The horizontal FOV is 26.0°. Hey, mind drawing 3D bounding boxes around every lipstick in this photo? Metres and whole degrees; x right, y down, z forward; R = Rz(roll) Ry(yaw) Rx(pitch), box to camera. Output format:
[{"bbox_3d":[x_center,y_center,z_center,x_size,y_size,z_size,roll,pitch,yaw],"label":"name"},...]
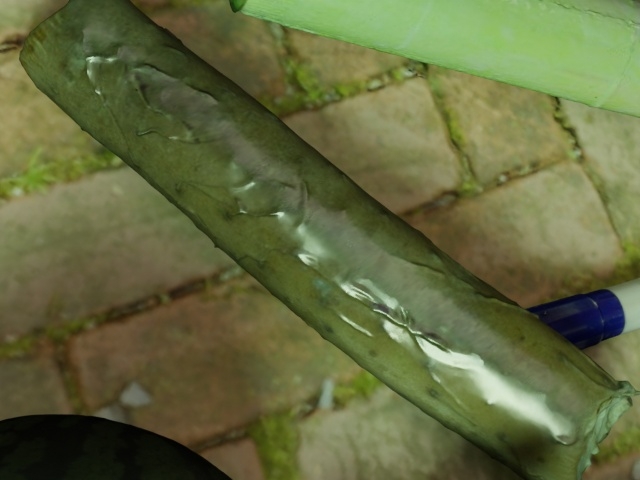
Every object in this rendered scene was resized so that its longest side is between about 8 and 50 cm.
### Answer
[{"bbox_3d":[0.095,-0.134,0.822,0.304,0.076,0.076,13,63,-15],"label":"lipstick"}]

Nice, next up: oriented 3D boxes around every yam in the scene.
[{"bbox_3d":[0.000,0.000,0.726,0.371,0.083,0.083,37,60,2],"label":"yam"}]

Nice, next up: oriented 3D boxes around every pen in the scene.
[{"bbox_3d":[0.228,0.024,0.820,0.269,0.033,0.033,-15,72,-25],"label":"pen"}]

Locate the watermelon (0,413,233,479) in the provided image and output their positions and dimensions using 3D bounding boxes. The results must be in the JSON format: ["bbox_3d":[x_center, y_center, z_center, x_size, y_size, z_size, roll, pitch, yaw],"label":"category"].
[{"bbox_3d":[-0.102,0.175,0.532,0.212,0.212,0.212,8,64,-16],"label":"watermelon"}]
